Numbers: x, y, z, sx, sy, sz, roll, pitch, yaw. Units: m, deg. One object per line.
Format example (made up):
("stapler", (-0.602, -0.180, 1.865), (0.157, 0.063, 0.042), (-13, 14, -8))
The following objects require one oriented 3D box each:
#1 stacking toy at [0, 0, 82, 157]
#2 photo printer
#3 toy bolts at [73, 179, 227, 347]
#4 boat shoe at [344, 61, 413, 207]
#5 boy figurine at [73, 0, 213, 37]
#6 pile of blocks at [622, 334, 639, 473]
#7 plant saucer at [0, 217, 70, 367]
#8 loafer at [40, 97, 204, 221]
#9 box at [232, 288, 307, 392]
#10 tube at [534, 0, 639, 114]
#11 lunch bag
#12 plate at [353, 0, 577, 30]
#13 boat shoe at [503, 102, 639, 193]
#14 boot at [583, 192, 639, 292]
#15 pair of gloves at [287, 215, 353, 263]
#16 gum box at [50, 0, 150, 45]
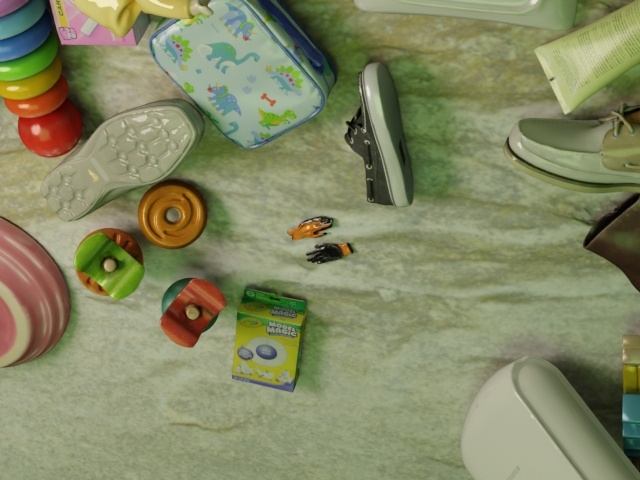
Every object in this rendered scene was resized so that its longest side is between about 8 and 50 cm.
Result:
("stacking toy", (-0.406, -0.247, 1.815), (0.141, 0.141, 0.330), (1, 135, 15))
("photo printer", (0.334, 0.336, 2.003), (0.307, 0.107, 0.256), (55, 148, 24))
("toy bolts", (-0.229, 0.034, 2.022), (0.228, 0.158, 0.218), (44, 87, -9))
("boat shoe", (0.069, -0.136, 1.801), (0.076, 0.080, 0.228), (-2, 136, 16))
("boy figurine", (-0.165, -0.325, 1.631), (0.285, 0.177, 0.092), (-25, 142, 14))
("pile of blocks", (0.502, 0.288, 1.980), (0.113, 0.149, 0.362), (0, 129, 16))
("plant saucer", (-0.570, 0.091, 2.169), (0.332, 0.084, 0.332), (8, 131, 9))
("loafer", (-0.265, -0.122, 1.866), (0.319, 0.111, 0.112), (-22, 106, 41))
("box", (-0.079, 0.154, 2.107), (0.105, 0.043, 0.179), (12, 130, 6))
("tube", (0.372, -0.248, 1.627), (0.240, 0.070, 0.062), (-30, 129, 34))
("lunch bag", (-0.095, -0.235, 1.751), (0.176, 0.090, 0.219), (-27, 117, 34))
("plate", (0.172, -0.370, 1.590), (0.277, 0.045, 0.278), (8, 130, 10))
("boat shoe", (0.386, -0.120, 1.703), (0.302, 0.113, 0.103), (9, 130, -5))
("boot", (0.496, 0.001, 1.777), (0.207, 0.090, 0.248), (34, 134, -16))
("pair of gloves", (0.000, 0.000, 1.975), (0.074, 0.010, 0.083), (-18, 125, 27))
("gum box", (-0.292, -0.337, 1.739), (0.107, 0.062, 0.188), (3, 130, 14))
